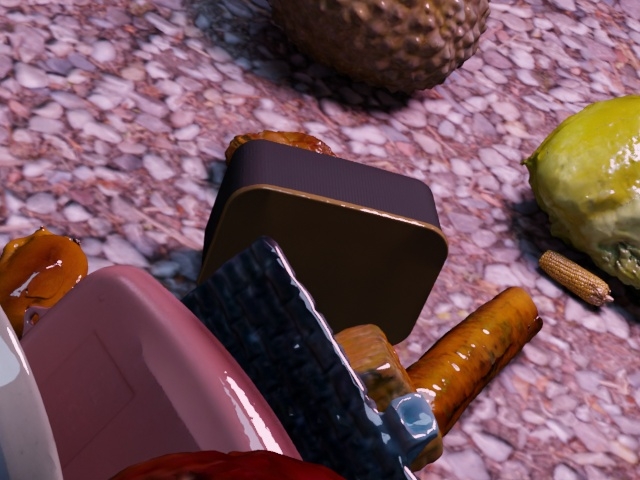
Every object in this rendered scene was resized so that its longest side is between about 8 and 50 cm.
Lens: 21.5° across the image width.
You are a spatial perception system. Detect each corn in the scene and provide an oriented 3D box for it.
[{"bbox_3d":[0.253,0.039,1.671,0.083,0.027,0.028,34,24,16],"label":"corn"}]

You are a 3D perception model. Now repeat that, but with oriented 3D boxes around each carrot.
[{"bbox_3d":[0.120,0.115,1.485,0.070,0.070,0.260,36,37,14],"label":"carrot"}]

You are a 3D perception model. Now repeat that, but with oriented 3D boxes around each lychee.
[{"bbox_3d":[0.063,-0.289,1.777,0.255,0.255,0.274,-25,74,-44],"label":"lychee"}]

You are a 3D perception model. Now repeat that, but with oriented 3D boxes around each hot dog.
[{"bbox_3d":[-0.026,-0.057,1.607,0.099,0.065,0.147,-8,45,-47],"label":"hot dog"}]

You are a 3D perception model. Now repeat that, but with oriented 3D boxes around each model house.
[{"bbox_3d":[-0.004,0.117,1.240,0.226,0.241,0.261,-17,65,-36],"label":"model house"}]

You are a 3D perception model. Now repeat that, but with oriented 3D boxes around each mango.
[{"bbox_3d":[-0.238,0.039,1.385,0.077,0.063,0.127,-1,33,28],"label":"mango"}]

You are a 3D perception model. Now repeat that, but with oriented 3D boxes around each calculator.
[{"bbox_3d":[-0.128,0.170,1.173,0.330,0.220,0.048,52,18,25],"label":"calculator"}]

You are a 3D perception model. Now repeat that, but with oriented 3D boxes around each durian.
[{"bbox_3d":[0.381,-0.049,1.704,0.339,0.204,0.256,30,50,9],"label":"durian"}]

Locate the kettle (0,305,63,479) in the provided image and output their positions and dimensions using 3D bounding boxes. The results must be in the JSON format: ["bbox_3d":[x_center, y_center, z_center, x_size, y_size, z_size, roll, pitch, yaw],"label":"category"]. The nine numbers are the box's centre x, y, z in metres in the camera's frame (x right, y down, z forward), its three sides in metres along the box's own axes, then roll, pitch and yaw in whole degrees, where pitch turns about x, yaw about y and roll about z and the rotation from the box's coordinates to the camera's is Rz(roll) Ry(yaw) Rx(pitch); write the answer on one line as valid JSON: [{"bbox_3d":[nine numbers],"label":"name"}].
[{"bbox_3d":[-0.339,0.191,1.023,0.342,0.247,0.319,-18,54,-29],"label":"kettle"}]

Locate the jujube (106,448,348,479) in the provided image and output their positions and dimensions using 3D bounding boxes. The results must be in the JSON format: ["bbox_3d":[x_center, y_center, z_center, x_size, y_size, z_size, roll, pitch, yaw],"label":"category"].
[{"bbox_3d":[-0.069,0.311,0.946,0.276,0.276,0.377,12,63,-15],"label":"jujube"}]

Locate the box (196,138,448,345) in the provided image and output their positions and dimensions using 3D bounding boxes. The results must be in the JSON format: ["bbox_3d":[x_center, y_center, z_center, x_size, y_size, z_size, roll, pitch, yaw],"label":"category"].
[{"bbox_3d":[0.000,0.000,1.491,0.201,0.144,0.090,13,36,-12],"label":"box"}]
